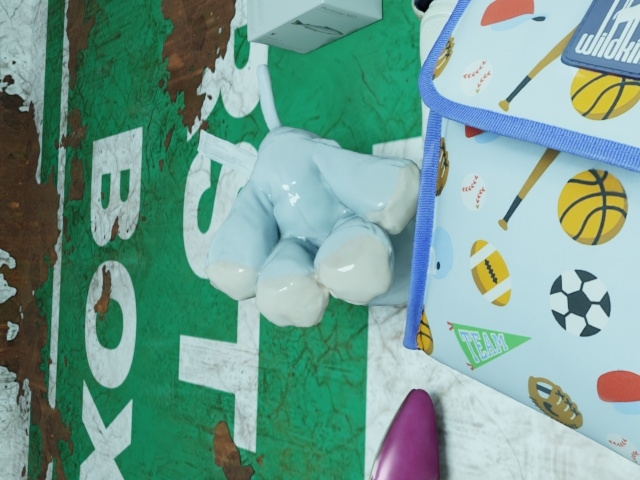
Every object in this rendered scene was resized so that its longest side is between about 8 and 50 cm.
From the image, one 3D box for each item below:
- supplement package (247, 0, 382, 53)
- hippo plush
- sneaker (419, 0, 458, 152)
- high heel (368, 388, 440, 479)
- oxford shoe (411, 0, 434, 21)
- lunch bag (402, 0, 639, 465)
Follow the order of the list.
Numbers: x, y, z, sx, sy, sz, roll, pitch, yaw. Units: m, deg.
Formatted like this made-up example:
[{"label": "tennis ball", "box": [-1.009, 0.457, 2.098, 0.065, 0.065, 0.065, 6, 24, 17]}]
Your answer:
[{"label": "supplement package", "box": [-0.012, -0.338, 1.112, 0.179, 0.105, 0.105, -8, 80, 53]}, {"label": "hippo plush", "box": [0.000, 0.000, 0.939, 0.294, 0.236, 0.234, 37, 85, 32]}, {"label": "sneaker", "box": [0.145, -0.089, 0.788, 0.110, 0.118, 0.292, 9, 121, 47]}, {"label": "high heel", "box": [0.138, 0.364, 0.895, 0.181, 0.127, 0.377, 7, 89, 24]}, {"label": "oxford shoe", "box": [0.250, -0.253, 0.715, 0.397, 0.146, 0.140, -24, 56, 48]}, {"label": "lunch bag", "box": [0.246, -0.047, 0.601, 0.328, 0.239, 0.385, 25, 117, 44]}]
